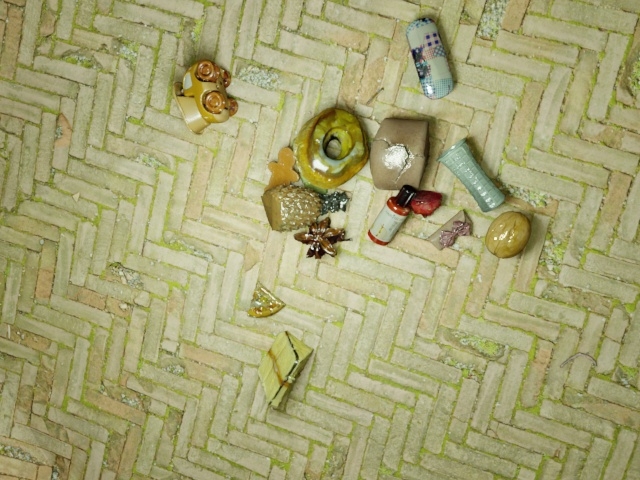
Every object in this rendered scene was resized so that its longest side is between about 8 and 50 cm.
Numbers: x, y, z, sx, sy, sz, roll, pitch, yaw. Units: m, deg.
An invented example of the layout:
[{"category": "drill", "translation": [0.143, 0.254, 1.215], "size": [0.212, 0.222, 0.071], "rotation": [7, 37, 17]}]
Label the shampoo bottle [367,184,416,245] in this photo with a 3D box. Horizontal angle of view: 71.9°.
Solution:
[{"category": "shampoo bottle", "translation": [0.302, -0.109, 1.829], "size": [0.104, 0.104, 0.278], "rotation": [31, 125, 3]}]

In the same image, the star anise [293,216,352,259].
[{"category": "star anise", "translation": [0.000, 0.000, 1.921], "size": [0.190, 0.125, 0.220], "rotation": [-39, 66, -17]}]

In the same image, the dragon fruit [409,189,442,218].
[{"category": "dragon fruit", "translation": [0.435, -0.139, 1.853], "size": [0.153, 0.153, 0.110], "rotation": [-2, 114, 8]}]

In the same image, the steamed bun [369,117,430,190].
[{"category": "steamed bun", "translation": [0.327, -0.349, 1.802], "size": [0.252, 0.199, 0.300], "rotation": [7, 98, 7]}]

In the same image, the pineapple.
[{"category": "pineapple", "translation": [-0.053, -0.146, 1.857], "size": [0.363, 0.202, 0.201], "rotation": [-10, 96, -24]}]

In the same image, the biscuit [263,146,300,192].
[{"category": "biscuit", "translation": [-0.159, -0.285, 1.914], "size": [0.166, 0.036, 0.249], "rotation": [25, 117, 21]}]

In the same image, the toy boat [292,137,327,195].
[{"category": "toy boat", "translation": [-0.046, -0.321, 1.914], "size": [0.111, 0.084, 0.276], "rotation": [-15, 93, 7]}]

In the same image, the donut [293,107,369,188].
[{"category": "donut", "translation": [0.057, -0.379, 1.814], "size": [0.331, 0.160, 0.329], "rotation": [1, 87, -21]}]

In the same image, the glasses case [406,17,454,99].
[{"category": "glasses case", "translation": [0.447, -0.741, 1.801], "size": [0.125, 0.076, 0.327], "rotation": [-18, 94, 10]}]

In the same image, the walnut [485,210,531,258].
[{"category": "walnut", "translation": [0.770, -0.024, 1.807], "size": [0.159, 0.159, 0.206], "rotation": [25, 100, 4]}]

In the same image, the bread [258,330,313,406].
[{"category": "bread", "translation": [-0.177, 0.564, 1.957], "size": [0.199, 0.236, 0.263], "rotation": [30, 99, 3]}]

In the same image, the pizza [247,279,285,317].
[{"category": "pizza", "translation": [-0.256, 0.269, 2.035], "size": [0.185, 0.036, 0.175], "rotation": [-6, 96, 8]}]

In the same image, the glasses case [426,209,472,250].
[{"category": "glasses case", "translation": [0.561, -0.029, 1.875], "size": [0.193, 0.070, 0.102], "rotation": [-41, 91, 10]}]

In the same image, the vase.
[{"category": "vase", "translation": [0.624, -0.259, 1.809], "size": [0.143, 0.143, 0.298], "rotation": [-39, 93, 10]}]

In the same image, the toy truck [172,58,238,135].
[{"category": "toy truck", "translation": [-0.485, -0.612, 1.876], "size": [0.212, 0.204, 0.287], "rotation": [-14, 96, 11]}]

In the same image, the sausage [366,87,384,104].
[{"category": "sausage", "translation": [0.232, -0.613, 1.876], "size": [0.100, 0.015, 0.015], "rotation": [-42, 90, 10]}]
